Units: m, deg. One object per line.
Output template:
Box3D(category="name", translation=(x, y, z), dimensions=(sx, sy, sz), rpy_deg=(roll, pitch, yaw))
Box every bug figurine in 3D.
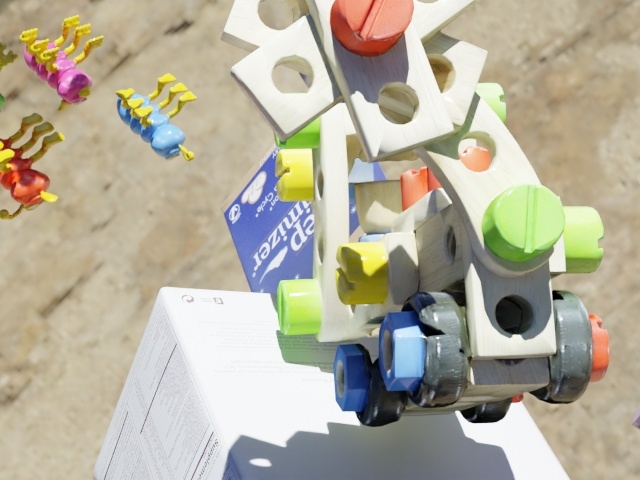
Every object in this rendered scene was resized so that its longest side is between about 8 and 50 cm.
Box3D(category="bug figurine", translation=(-0.264, -0.126, 1.559), dimensions=(0.279, 0.216, 0.072), rpy_deg=(-23, -28, -48))

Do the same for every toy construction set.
Box3D(category="toy construction set", translation=(0.045, -0.025, 0.724), dimensions=(0.151, 0.327, 0.215), rpy_deg=(-4, 79, 3))

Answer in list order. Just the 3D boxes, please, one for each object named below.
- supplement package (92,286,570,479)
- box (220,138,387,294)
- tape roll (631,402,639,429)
Box3D(category="supplement package", translation=(0.009, 0.147, 0.840), dimensions=(0.203, 0.194, 0.149), rpy_deg=(61, 138, 47))
Box3D(category="box", translation=(0.000, 0.000, 1.156), dimensions=(0.136, 0.036, 0.225), rpy_deg=(-50, 39, 23))
Box3D(category="tape roll", translation=(0.360, 0.106, 1.404), dimensions=(0.189, 0.080, 0.189), rpy_deg=(-55, -11, -16))
